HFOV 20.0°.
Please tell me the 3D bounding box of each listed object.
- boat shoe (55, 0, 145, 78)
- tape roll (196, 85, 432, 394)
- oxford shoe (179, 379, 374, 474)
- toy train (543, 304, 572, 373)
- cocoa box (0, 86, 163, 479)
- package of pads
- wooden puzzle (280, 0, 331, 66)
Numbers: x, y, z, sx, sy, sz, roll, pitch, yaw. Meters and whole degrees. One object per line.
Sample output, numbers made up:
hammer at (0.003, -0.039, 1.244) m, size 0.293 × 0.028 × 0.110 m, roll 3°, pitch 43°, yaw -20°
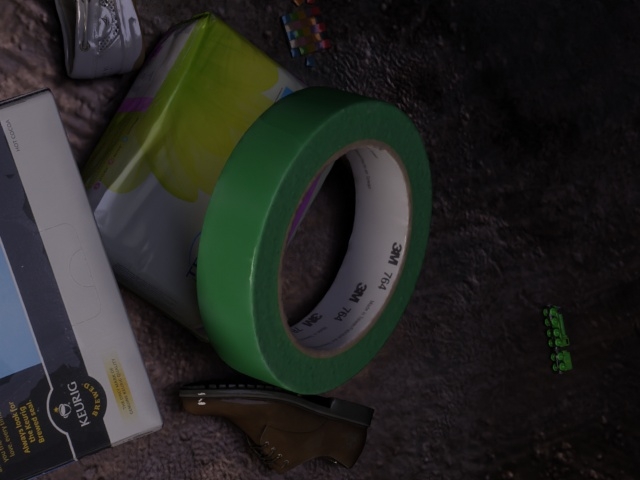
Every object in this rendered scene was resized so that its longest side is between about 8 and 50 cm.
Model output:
boat shoe at (-0.264, -0.306, 1.919) m, size 0.096 × 0.098 × 0.277 m, roll -16°, pitch 93°, yaw -25°
tape roll at (0.000, 0.000, 1.928) m, size 0.321 × 0.077 × 0.321 m, roll -29°, pitch 127°, yaw -45°
oxford shoe at (-0.051, 0.205, 1.981) m, size 0.227 × 0.083 × 0.096 m, roll 15°, pitch 84°, yaw -21°
toy train at (0.284, 0.117, 2.169) m, size 0.024 × 0.017 × 0.083 m, roll -9°, pitch 89°, yaw -34°
cocoa box at (-0.339, 0.055, 1.777) m, size 0.228 × 0.231 × 0.347 m, roll -21°, pitch 97°, yaw -23°
package of pads at (-0.127, -0.070, 1.948) m, size 0.229 × 0.101 × 0.296 m, roll 35°, pitch 72°, yaw -25°
wooden puzzle at (-0.017, -0.239, 2.072) m, size 0.049 × 0.006 × 0.083 m, roll -18°, pitch 93°, yaw -24°
